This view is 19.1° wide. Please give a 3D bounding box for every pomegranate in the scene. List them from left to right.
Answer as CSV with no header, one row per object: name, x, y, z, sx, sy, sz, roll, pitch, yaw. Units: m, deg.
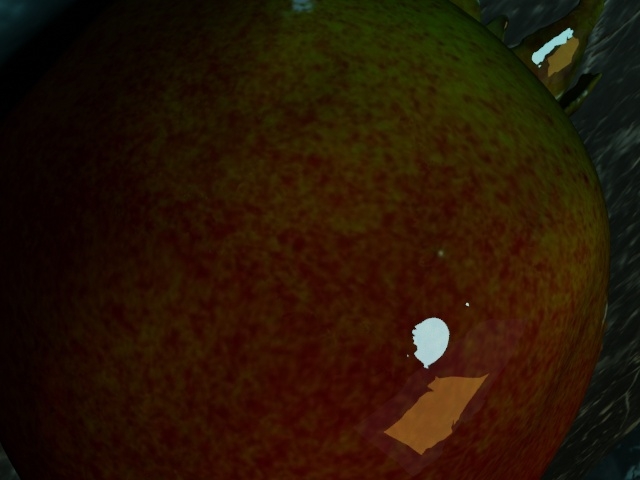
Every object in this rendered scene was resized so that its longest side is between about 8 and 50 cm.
pomegranate,0.000,0.000,0.643,0.257,0.221,0.221,-48,165,-21
